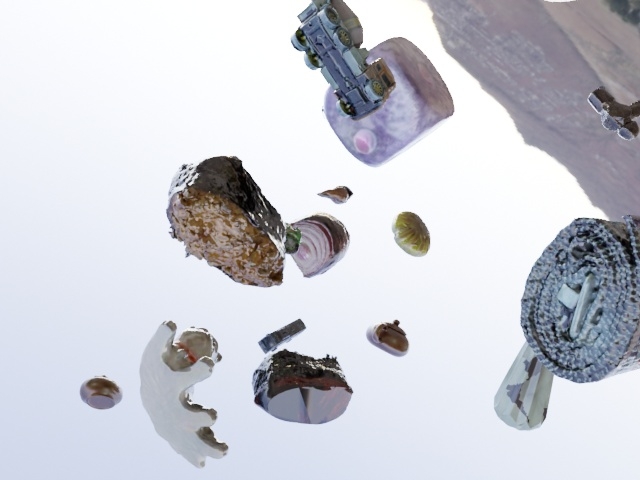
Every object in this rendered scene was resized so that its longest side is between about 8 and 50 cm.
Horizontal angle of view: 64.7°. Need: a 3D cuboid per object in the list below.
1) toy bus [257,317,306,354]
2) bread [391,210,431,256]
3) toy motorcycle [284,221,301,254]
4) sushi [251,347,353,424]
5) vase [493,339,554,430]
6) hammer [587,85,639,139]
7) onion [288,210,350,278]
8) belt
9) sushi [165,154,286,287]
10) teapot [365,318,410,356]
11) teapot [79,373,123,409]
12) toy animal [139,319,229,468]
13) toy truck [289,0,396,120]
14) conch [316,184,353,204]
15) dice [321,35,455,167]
[{"bbox_3d":[-0.105,0.265,1.419,0.047,0.065,0.166,55,-152,11],"label":"toy bus"},{"bbox_3d":[0.386,-0.030,2.100,0.214,0.105,0.213,30,-141,-28],"label":"bread"},{"bbox_3d":[-0.116,-0.025,1.369,0.190,0.074,0.106,37,-143,26],"label":"toy motorcycle"},{"bbox_3d":[-0.045,0.340,1.175,0.225,0.136,0.126,10,-160,-26],"label":"sushi"},{"bbox_3d":[0.672,0.418,1.602,0.165,0.359,0.165,12,-164,-3],"label":"vase"},{"bbox_3d":[0.361,-0.153,0.511,0.021,0.179,0.065,81,166,-59],"label":"hammer"},{"bbox_3d":[0.005,-0.003,1.768,0.216,0.207,0.206,63,-154,2],"label":"onion"},{"bbox_3d":[0.481,0.091,0.868,0.161,0.294,0.207,0,-168,-33],"label":"belt"},{"bbox_3d":[-0.224,-0.024,1.182,0.348,0.235,0.207,49,-154,-35],"label":"sushi"},{"bbox_3d":[0.259,0.358,1.935,0.178,0.135,0.252,20,170,31],"label":"teapot"},{"bbox_3d":[-0.571,0.393,1.330,0.129,0.098,0.078,65,-172,-46],"label":"teapot"},{"bbox_3d":[-0.303,0.365,1.233,0.308,0.266,0.188,39,-173,3],"label":"toy animal"},{"bbox_3d":[0.052,-0.383,1.016,0.256,0.108,0.140,52,-130,-17],"label":"toy truck"},{"bbox_3d":[0.070,-0.183,2.075,0.233,0.086,0.080,-30,-77,-64],"label":"conch"},{"bbox_3d":[0.193,-0.385,1.430,0.270,0.271,0.270,56,-143,0],"label":"dice"}]
